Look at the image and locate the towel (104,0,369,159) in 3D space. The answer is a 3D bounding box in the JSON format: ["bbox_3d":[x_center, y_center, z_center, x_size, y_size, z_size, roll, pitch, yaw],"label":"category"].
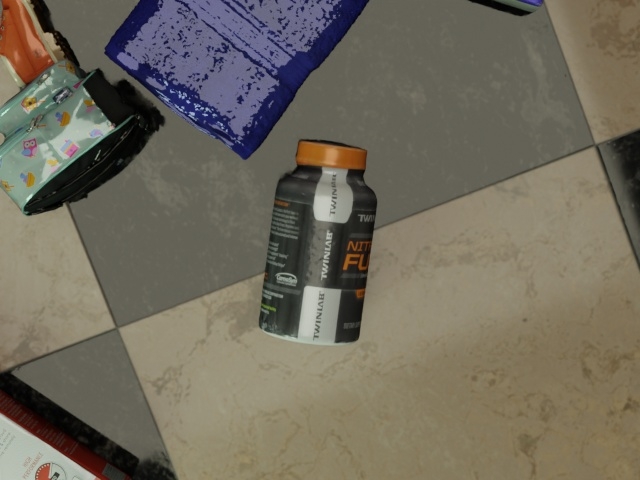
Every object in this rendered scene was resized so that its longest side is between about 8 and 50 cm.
[{"bbox_3d":[-0.092,-0.285,1.565,0.227,0.076,0.308,38,93,-11],"label":"towel"}]

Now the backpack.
[{"bbox_3d":[-0.320,-0.123,1.524,0.144,0.166,0.188,43,89,-2],"label":"backpack"}]

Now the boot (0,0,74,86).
[{"bbox_3d":[-0.385,-0.271,1.565,0.084,0.059,0.158,-27,96,6],"label":"boot"}]

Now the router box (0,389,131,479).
[{"bbox_3d":[-0.463,0.368,1.610,0.301,0.082,0.335,34,94,-4],"label":"router box"}]

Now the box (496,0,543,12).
[{"bbox_3d":[0.234,-0.370,1.558,0.126,0.072,0.137,17,95,-2],"label":"box"}]

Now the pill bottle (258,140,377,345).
[{"bbox_3d":[0.000,0.000,1.560,0.130,0.130,0.246,7,95,-2],"label":"pill bottle"}]
